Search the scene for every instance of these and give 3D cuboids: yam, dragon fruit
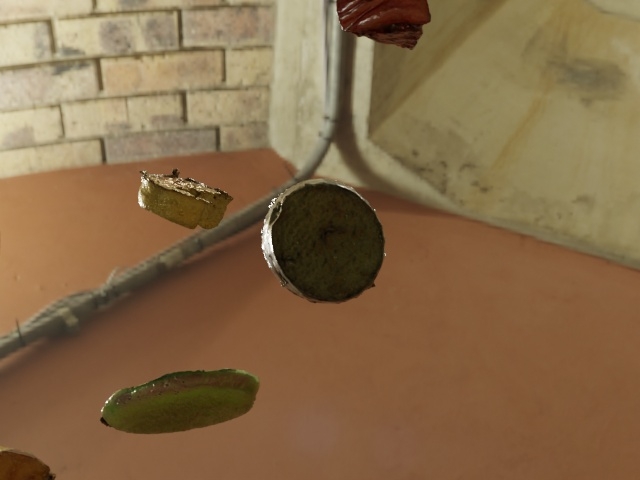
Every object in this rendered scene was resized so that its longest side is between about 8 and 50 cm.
[{"bbox_3d":[0.000,0.000,1.144,0.154,0.153,0.254,1,179,-1],"label":"yam"},{"bbox_3d":[0.095,-0.309,1.055,0.123,0.092,0.192,20,-114,-38],"label":"dragon fruit"}]

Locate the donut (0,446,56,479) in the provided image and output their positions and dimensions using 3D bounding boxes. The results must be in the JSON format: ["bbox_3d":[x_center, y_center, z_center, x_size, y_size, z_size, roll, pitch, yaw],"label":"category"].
[{"bbox_3d":[-0.574,0.473,1.676,0.118,0.253,0.253,13,-142,23],"label":"donut"}]

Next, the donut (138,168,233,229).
[{"bbox_3d":[-0.240,-0.069,1.639,0.146,0.078,0.181,21,-169,8],"label":"donut"}]

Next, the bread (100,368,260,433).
[{"bbox_3d":[-0.253,0.300,1.750,0.302,0.301,0.045,-7,-117,-12],"label":"bread"}]
